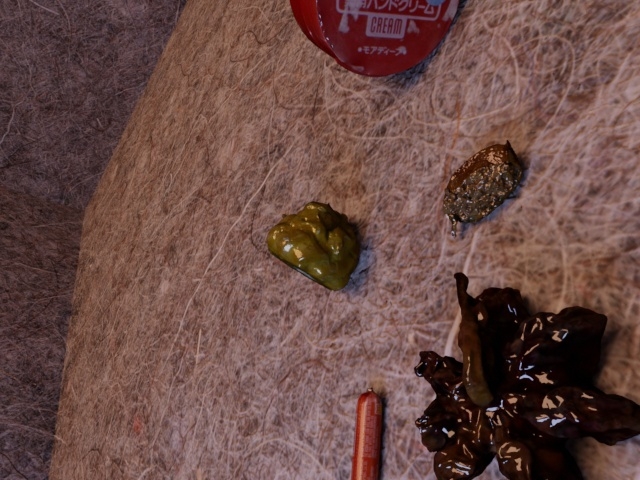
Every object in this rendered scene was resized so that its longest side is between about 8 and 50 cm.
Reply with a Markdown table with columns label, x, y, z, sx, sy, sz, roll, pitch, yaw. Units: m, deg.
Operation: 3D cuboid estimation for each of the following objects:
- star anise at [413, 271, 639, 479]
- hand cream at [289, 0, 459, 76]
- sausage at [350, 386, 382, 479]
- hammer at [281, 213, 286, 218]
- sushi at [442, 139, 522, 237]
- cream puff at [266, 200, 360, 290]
| label | x | y | z | sx | sy | sz | roll | pitch | yaw |
| --- | --- | --- | --- | --- | --- | --- | --- | --- | --- |
| star anise | 0.157 | 0.136 | 0.467 | 0.220 | 0.126 | 0.190 | 17 | 92 | 55 |
| hand cream | 0.072 | -0.364 | 0.771 | 0.230 | 0.230 | 0.149 | -58 | 35 | 19 |
| sausage | 0.056 | 0.242 | 0.643 | 0.034 | 0.034 | 0.129 | -22 | 55 | 50 |
| hammer | -0.054 | -0.024 | 0.971 | 0.035 | 0.019 | 0.110 | -61 | 31 | 14 |
| sushi | 0.180 | -0.057 | 0.604 | 0.120 | 0.052 | 0.055 | -43 | 26 | 33 |
| cream puff | 0.000 | 0.000 | 0.778 | 0.116 | 0.146 | 0.146 | -56 | 31 | -9 |
